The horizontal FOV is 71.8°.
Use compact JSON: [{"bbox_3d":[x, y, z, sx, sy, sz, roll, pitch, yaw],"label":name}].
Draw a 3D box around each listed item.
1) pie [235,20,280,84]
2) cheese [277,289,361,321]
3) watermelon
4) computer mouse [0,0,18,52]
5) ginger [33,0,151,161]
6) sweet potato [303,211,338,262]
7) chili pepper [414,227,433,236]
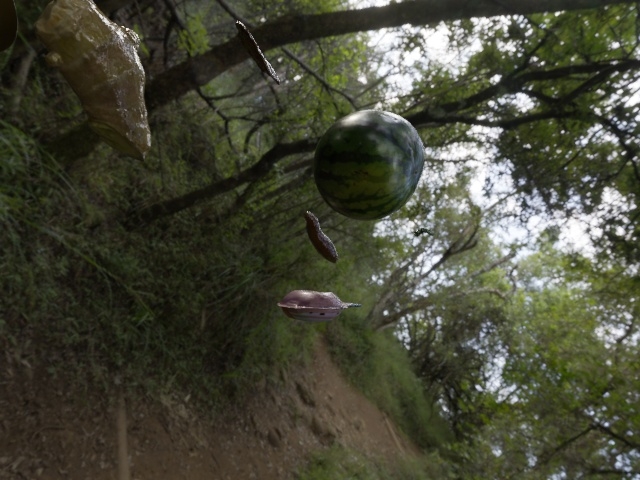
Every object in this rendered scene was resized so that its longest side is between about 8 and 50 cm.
[{"bbox_3d":[-0.164,-0.468,1.077,0.191,0.033,0.088,55,-3,2],"label":"pie"},{"bbox_3d":[0.002,0.170,1.164,0.189,0.074,0.286,2,-5,34],"label":"cheese"},{"bbox_3d":[0.122,-0.194,1.142,0.285,0.285,0.285,54,-5,7],"label":"watermelon"},{"bbox_3d":[-0.586,-0.438,0.667,0.072,0.158,0.310,17,-51,29],"label":"computer mouse"},{"bbox_3d":[-0.429,-0.310,0.890,0.127,0.190,0.353,21,-44,23],"label":"ginger"},{"bbox_3d":[0.000,0.001,1.354,0.057,0.057,0.264,51,-2,41],"label":"sweet potato"},{"bbox_3d":[0.302,-0.025,1.302,0.022,0.083,0.027,13,-76,53],"label":"chili pepper"}]
